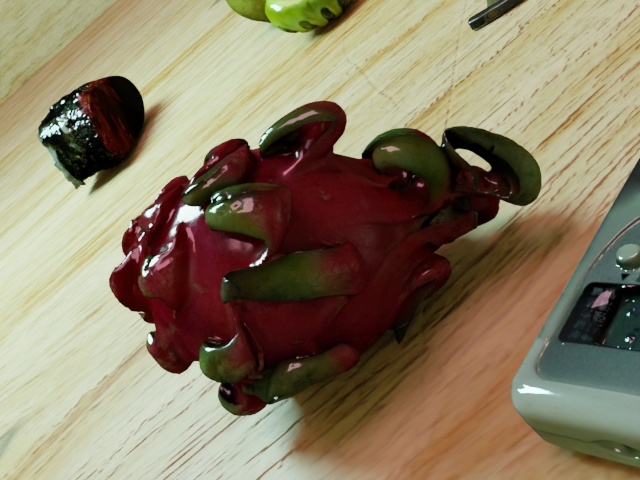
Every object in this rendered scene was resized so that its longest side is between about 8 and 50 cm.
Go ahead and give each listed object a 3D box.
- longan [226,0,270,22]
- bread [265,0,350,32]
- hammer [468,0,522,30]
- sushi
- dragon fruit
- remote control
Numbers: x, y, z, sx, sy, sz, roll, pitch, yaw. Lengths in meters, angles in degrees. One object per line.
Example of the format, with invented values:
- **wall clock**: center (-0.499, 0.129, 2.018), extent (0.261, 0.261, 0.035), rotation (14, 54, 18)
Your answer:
- **longan**: center (-0.092, -0.432, 1.405), extent (0.155, 0.176, 0.145), rotation (-9, 4, 36)
- **bread**: center (-0.018, -0.350, 1.260), extent (0.130, 0.071, 0.139), rotation (-25, 49, 7)
- **hammer**: center (0.195, -0.292, 0.963), extent (0.062, 0.013, 0.198), rotation (-25, 31, 32)
- **sushi**: center (-0.381, -0.192, 1.481), extent (0.126, 0.136, 0.225), rotation (-24, 26, 17)
- **dragon fruit**: center (-0.008, -0.004, 0.620), extent (0.273, 0.218, 0.198), rotation (-40, 63, -5)
- **remote control**: center (0.218, -0.016, 0.459), extent (0.140, 0.056, 0.296), rotation (3, 52, 54)
